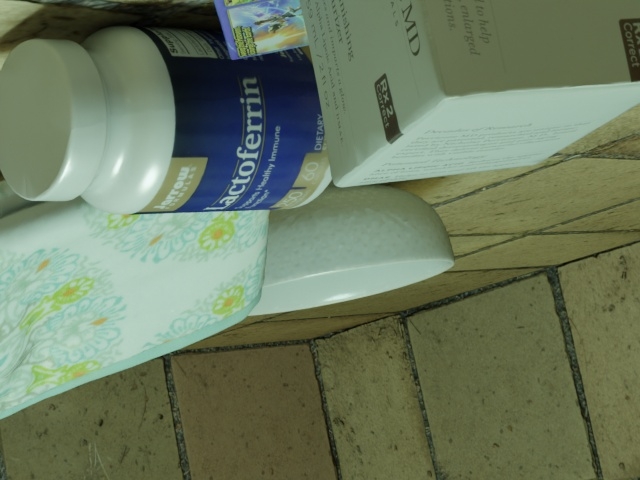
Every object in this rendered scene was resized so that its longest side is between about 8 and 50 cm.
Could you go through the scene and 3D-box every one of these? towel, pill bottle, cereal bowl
[{"bbox_3d":[-0.214,0.028,1.504,0.375,0.090,0.320,-24,152,-22],"label":"towel"},{"bbox_3d":[-0.122,-0.098,1.225,0.265,0.153,0.153,-4,168,-39],"label":"pill bottle"},{"bbox_3d":[0.000,0.000,1.985,0.339,0.141,0.339,-10,170,-2],"label":"cereal bowl"}]

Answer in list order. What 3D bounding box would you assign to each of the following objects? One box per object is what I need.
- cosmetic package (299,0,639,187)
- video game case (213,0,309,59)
[{"bbox_3d":[0.092,-0.132,0.905,0.152,0.151,0.184,-7,168,-20],"label":"cosmetic package"},{"bbox_3d":[0.041,-0.211,1.022,0.244,0.061,0.269,-12,170,-1],"label":"video game case"}]
